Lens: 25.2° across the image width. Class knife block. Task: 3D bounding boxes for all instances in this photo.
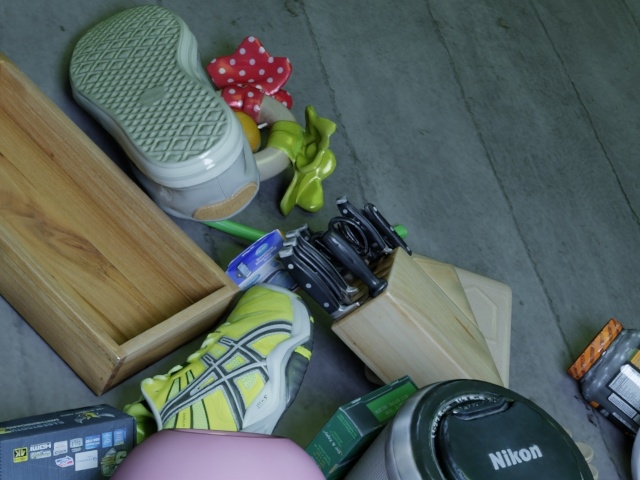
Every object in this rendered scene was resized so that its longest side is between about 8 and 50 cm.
[{"bbox_3d":[0.074,0.090,1.588,0.242,0.088,0.275,10,53,-50],"label":"knife block"}]

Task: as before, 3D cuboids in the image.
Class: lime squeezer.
[{"bbox_3d":[0.000,0.000,1.777,0.310,0.059,0.110,4,47,-31],"label":"lime squeezer"}]

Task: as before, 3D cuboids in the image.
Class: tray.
[{"bbox_3d":[-0.303,-0.028,1.584,0.411,0.076,0.203,45,39,13],"label":"tray"}]

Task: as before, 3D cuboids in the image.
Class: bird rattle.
[{"bbox_3d":[-0.093,-0.150,1.824,0.207,0.143,0.253,-22,59,-28],"label":"bird rattle"}]

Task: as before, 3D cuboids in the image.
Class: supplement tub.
[{"bbox_3d":[0.413,0.192,1.808,0.190,0.117,0.117,41,39,10],"label":"supplement tub"}]

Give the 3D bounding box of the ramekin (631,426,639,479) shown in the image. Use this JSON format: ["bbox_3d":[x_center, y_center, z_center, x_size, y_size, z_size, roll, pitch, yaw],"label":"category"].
[{"bbox_3d":[0.484,0.265,1.688,0.207,0.207,0.109,13,15,-24],"label":"ramekin"}]

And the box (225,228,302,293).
[{"bbox_3d":[-0.051,0.032,1.642,0.028,0.081,0.136,55,13,23],"label":"box"}]

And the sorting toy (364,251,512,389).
[{"bbox_3d":[0.144,0.113,1.750,0.193,0.038,0.208,18,52,-18],"label":"sorting toy"}]

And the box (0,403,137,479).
[{"bbox_3d":[-0.270,0.250,1.231,0.233,0.183,0.059,-4,12,-38],"label":"box"}]

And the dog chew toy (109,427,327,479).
[{"bbox_3d":[-0.093,0.328,1.202,0.206,0.206,0.332,8,83,-28],"label":"dog chew toy"}]

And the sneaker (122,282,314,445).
[{"bbox_3d":[-0.112,0.161,1.458,0.147,0.145,0.384,28,37,-7],"label":"sneaker"}]

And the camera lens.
[{"bbox_3d":[0.119,0.284,1.379,0.219,0.274,0.219,19,41,-17],"label":"camera lens"}]

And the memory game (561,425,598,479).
[{"bbox_3d":[0.221,0.256,1.620,0.186,0.012,0.186,-3,29,2],"label":"memory game"}]

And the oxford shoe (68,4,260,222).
[{"bbox_3d":[-0.192,-0.157,1.733,0.169,0.130,0.449,-31,39,-5],"label":"oxford shoe"}]

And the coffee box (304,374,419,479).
[{"bbox_3d":[0.024,0.218,1.458,0.113,0.184,0.040,-19,63,-47],"label":"coffee box"}]
